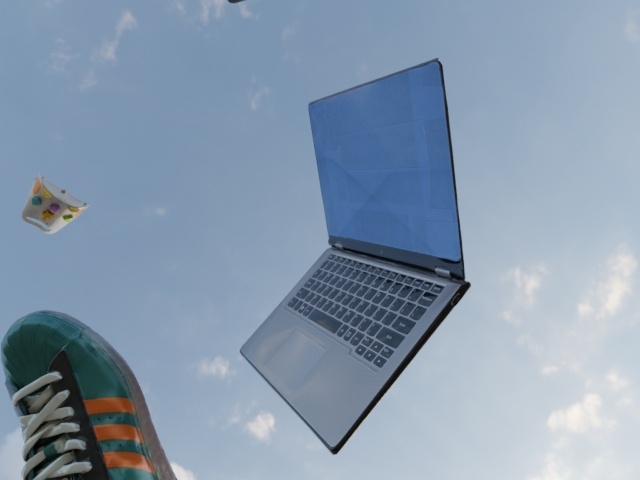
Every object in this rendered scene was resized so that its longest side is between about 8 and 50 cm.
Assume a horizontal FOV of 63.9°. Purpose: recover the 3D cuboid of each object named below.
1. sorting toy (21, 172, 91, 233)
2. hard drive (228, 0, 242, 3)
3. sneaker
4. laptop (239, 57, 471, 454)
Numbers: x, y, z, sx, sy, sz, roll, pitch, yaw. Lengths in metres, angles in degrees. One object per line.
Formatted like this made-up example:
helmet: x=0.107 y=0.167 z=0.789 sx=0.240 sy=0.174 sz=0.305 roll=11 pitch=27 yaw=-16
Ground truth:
sorting toy: x=-0.407 y=-0.045 z=0.774 sx=0.075 sy=0.045 sz=0.083 roll=-41 pitch=-55 yaw=17
hard drive: x=-0.042 y=-0.321 z=0.577 sx=0.022 sy=0.094 sz=0.135 roll=53 pitch=-124 yaw=-40
sneaker: x=-0.225 y=0.207 z=0.486 sx=0.108 sy=0.121 sz=0.302 roll=-31 pitch=-91 yaw=7
laptop: x=0.000 y=0.000 z=0.747 sx=0.408 sy=0.382 sz=0.236 roll=-48 pitch=-68 yaw=-12
